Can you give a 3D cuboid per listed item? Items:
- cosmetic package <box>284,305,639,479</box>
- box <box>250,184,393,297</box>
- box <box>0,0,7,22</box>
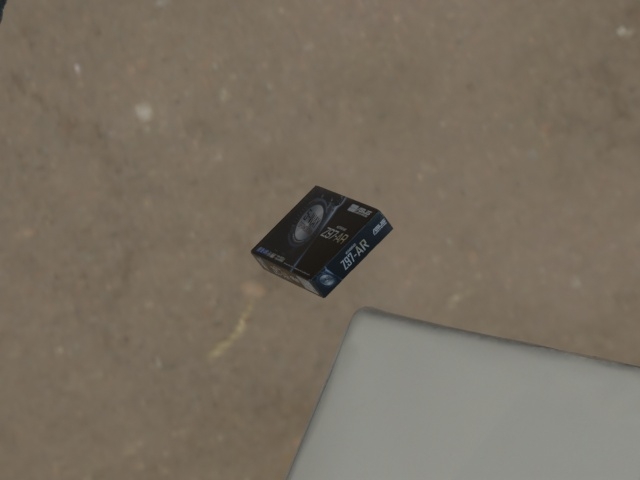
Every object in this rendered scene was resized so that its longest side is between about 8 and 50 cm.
[{"bbox_3d":[0.177,0.250,0.639,0.329,0.394,0.327,29,78,-34],"label":"cosmetic package"},{"bbox_3d":[0.000,0.000,1.168,0.067,0.083,0.018,-45,121,-13],"label":"box"},{"bbox_3d":[-0.227,-0.087,0.570,0.184,0.261,0.103,12,91,-28],"label":"box"}]
